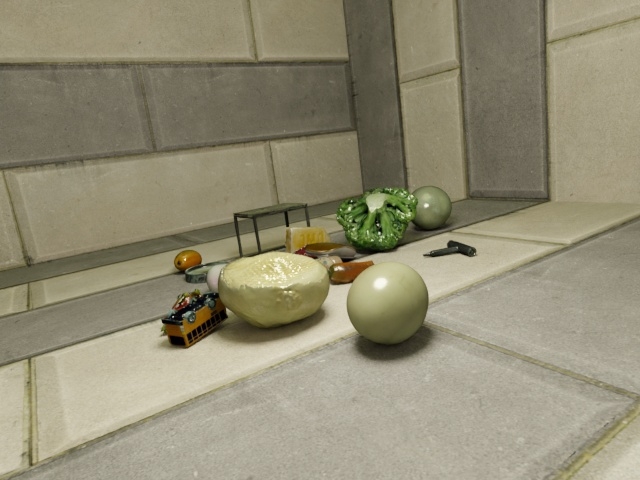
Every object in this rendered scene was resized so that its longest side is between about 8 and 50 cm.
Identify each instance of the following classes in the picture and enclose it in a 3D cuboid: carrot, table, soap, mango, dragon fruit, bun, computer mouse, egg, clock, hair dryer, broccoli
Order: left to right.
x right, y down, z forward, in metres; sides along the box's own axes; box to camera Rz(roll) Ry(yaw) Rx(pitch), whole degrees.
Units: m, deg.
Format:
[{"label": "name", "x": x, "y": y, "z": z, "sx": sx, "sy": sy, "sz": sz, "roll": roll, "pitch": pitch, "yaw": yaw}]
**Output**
[{"label": "dragon fruit", "x": -0.471, "y": 0.251, "z": 1.542, "sx": 0.138, "sy": 0.175, "sz": 0.142, "roll": 5, "pitch": -16, "yaw": 12}, {"label": "mango", "x": -0.693, "y": 0.104, "z": 2.341, "sx": 0.138, "sy": 0.113, "sz": 0.253, "roll": -13, "pitch": 5, "yaw": -9}, {"label": "clock", "x": -0.547, "y": 0.152, "z": 2.169, "sx": 0.226, "sy": 0.049, "sz": 0.226, "roll": -7, "pitch": 13, "yaw": 2}, {"label": "bun", "x": -0.151, "y": 0.173, "z": 1.455, "sx": 0.364, "sy": 0.202, "sz": 0.364, "roll": -1, "pitch": 15, "yaw": 0}, {"label": "table", "x": -0.241, "y": -0.036, "z": 2.323, "sx": 0.335, "sy": 0.272, "sz": 0.222, "roll": -16, "pitch": 15, "yaw": -37}, {"label": "dragon fruit", "x": -0.092, "y": 0.081, "z": 2.196, "sx": 0.131, "sy": 0.097, "sz": 0.063, "roll": -30, "pitch": 13, "yaw": -11}, {"label": "soap", "x": -0.062, "y": 0.002, "z": 2.263, "sx": 0.232, "sy": 0.140, "sz": 0.073, "roll": -1, "pitch": 6, "yaw": -32}, {"label": "computer mouse", "x": 0.050, "y": 0.045, "z": 2.059, "sx": 0.158, "sy": 0.071, "sz": 0.310, "roll": 5, "pitch": -1, "yaw": 30}, {"label": "carrot", "x": 0.129, "y": 0.127, "z": 1.799, "sx": 0.193, "sy": 0.087, "sz": 0.087, "roll": -4, "pitch": 11, "yaw": -13}, {"label": "broccoli", "x": 0.280, "y": -0.109, "z": 2.237, "sx": 0.413, "sy": 0.321, "sz": 0.310, "roll": 0, "pitch": 7, "yaw": 12}, {"label": "egg", "x": 0.184, "y": 0.169, "z": 1.219, "sx": 0.219, "sy": 0.219, "sz": 0.269, "roll": 2, "pitch": 15, "yaw": 38}, {"label": "egg", "x": 0.629, "y": -0.192, "z": 2.581, "sx": 0.258, "sy": 0.258, "sz": 0.352, "roll": -5, "pitch": 10, "yaw": 11}, {"label": "hair dryer", "x": 0.565, "y": 0.052, "z": 1.982, "sx": 0.195, "sy": 0.050, "sz": 0.173, "roll": -15, "pitch": 12, "yaw": -15}]

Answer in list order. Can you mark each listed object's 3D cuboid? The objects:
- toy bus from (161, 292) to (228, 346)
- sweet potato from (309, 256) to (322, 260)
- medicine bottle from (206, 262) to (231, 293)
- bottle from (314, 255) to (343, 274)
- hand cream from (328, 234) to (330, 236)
[{"label": "toy bus", "x": -0.396, "y": 0.252, "z": 1.436, "sx": 0.098, "sy": 0.114, "sz": 0.201, "roll": -1, "pitch": 19, "yaw": 31}, {"label": "sweet potato", "x": -0.037, "y": 0.106, "z": 2.031, "sx": 0.274, "sy": 0.067, "sz": 0.067, "roll": 7, "pitch": 18, "yaw": 37}, {"label": "medicine bottle", "x": -0.299, "y": 0.149, "z": 1.825, "sx": 0.341, "sy": 0.130, "sz": 0.130, "roll": -5, "pitch": 12, "yaw": 7}, {"label": "bottle", "x": 0.007, "y": 0.124, "z": 1.847, "sx": 0.209, "sy": 0.097, "sz": 0.110, "roll": -17, "pitch": 33, "yaw": -37}, {"label": "hand cream", "x": 0.000, "y": 0.000, "z": 2.392, "sx": 0.084, "sy": 0.142, "sz": 0.053, "roll": 21, "pitch": 57, "yaw": 3}]
